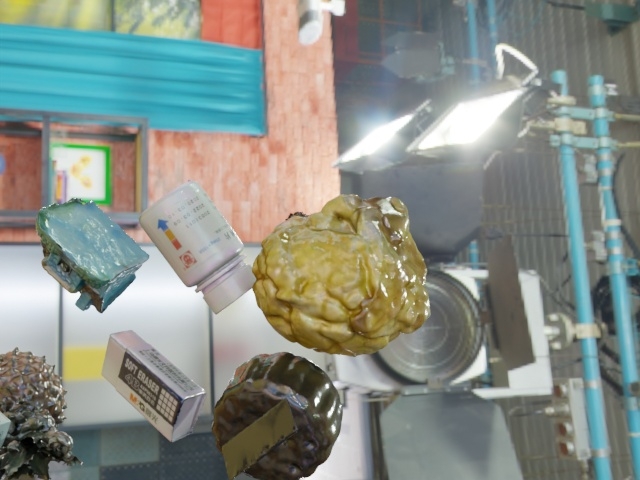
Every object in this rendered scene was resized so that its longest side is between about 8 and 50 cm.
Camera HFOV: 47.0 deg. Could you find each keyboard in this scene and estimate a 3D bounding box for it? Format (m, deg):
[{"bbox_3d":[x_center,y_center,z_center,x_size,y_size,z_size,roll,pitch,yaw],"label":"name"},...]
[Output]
[{"bbox_3d":[-0.117,0.380,1.401,0.196,0.015,0.074,-41,-134,24],"label":"keyboard"}]

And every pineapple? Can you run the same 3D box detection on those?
[{"bbox_3d":[-0.455,0.270,1.127,0.361,0.175,0.174,7,-84,56],"label":"pineapple"}]

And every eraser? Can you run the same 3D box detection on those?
[{"bbox_3d":[-0.407,0.342,1.763,0.287,0.086,0.130,31,-68,30],"label":"eraser"}]

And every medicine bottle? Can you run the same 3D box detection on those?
[{"bbox_3d":[-0.276,0.019,1.716,0.292,0.170,0.170,55,-24,-2],"label":"medicine bottle"}]

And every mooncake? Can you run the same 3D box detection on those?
[{"bbox_3d":[-0.096,0.400,1.641,0.161,0.291,0.290,-52,154,-64],"label":"mooncake"}]

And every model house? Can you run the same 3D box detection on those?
[{"bbox_3d":[-0.651,0.061,1.949,0.261,0.226,0.241,44,-59,4],"label":"model house"}]

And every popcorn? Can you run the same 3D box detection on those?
[{"bbox_3d":[0.051,0.091,1.627,0.344,0.390,0.354,62,-10,17],"label":"popcorn"}]

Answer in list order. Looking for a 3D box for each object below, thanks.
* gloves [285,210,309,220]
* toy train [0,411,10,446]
[{"bbox_3d":[0.000,-0.008,2.265,0.312,0.210,0.135,-1,-118,57],"label":"gloves"},{"bbox_3d":[-0.523,0.204,1.002,0.234,0.051,0.052,31,-73,21],"label":"toy train"}]
